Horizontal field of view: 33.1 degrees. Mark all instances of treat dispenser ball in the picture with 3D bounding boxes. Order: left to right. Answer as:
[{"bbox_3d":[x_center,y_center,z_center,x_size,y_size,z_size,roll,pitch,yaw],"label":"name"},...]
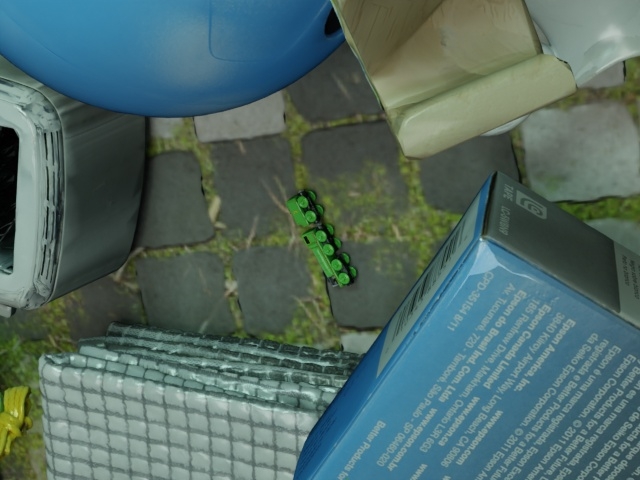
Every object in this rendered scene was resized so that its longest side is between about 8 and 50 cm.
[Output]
[{"bbox_3d":[-0.091,-0.215,0.625,0.288,0.288,0.288,7,111,18],"label":"treat dispenser ball"}]

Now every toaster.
[{"bbox_3d":[-0.214,-0.056,0.808,0.129,0.146,0.227,17,114,13],"label":"toaster"}]

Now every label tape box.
[{"bbox_3d":[0.179,0.150,0.666,0.333,0.106,0.241,31,117,-3],"label":"label tape box"}]

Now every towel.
[{"bbox_3d":[-0.076,0.194,0.868,0.283,0.121,0.235,7,113,16],"label":"towel"}]

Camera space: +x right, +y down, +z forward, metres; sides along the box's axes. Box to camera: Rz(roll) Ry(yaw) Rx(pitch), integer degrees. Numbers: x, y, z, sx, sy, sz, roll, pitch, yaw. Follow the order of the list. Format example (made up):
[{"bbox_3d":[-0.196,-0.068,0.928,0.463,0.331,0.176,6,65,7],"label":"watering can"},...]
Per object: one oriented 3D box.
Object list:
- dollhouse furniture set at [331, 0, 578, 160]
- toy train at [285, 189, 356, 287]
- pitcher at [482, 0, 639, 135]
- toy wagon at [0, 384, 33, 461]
[{"bbox_3d":[0.130,-0.286,0.470,0.394,0.256,0.362,-24,100,5],"label":"dollhouse furniture set"},{"bbox_3d":[0.000,0.000,0.823,0.023,0.017,0.083,-22,101,35],"label":"toy train"},{"bbox_3d":[0.119,-0.180,0.645,0.177,0.125,0.207,-29,105,6],"label":"pitcher"},{"bbox_3d":[-0.386,0.145,0.894,0.344,0.267,0.068,5,147,18],"label":"toy wagon"}]
